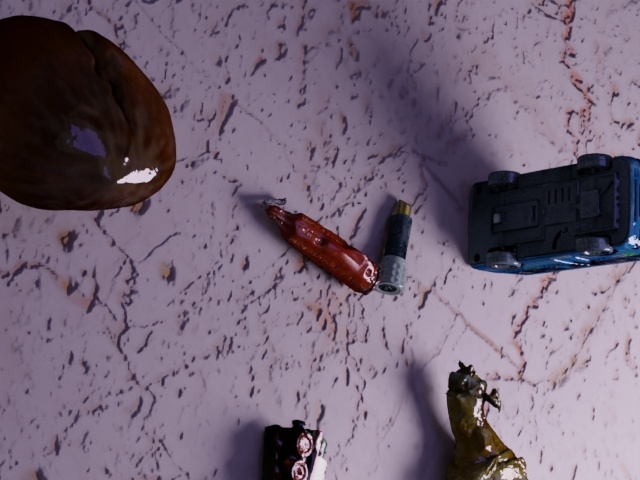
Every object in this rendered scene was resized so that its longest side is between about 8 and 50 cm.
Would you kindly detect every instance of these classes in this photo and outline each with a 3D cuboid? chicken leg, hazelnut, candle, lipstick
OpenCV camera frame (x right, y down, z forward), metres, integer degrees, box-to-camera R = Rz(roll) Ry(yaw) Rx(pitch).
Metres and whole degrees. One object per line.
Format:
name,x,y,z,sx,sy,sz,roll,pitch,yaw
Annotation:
chicken leg,0.183,0.253,1.881,0.103,0.088,0.227,-26,102,-27
hazelnut,-0.235,-0.114,1.539,0.212,0.181,0.181,12,75,-37
candle,0.000,0.000,1.802,0.162,0.053,0.048,36,55,-27
lipstick,0.088,0.004,1.885,0.037,0.037,0.116,31,59,-32

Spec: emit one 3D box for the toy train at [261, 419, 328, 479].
toy train,-0.036,0.310,1.709,0.085,0.053,0.249,27,64,-42

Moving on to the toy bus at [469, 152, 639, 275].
toy bus,0.292,-0.025,1.922,0.134,0.246,0.113,12,75,-40
